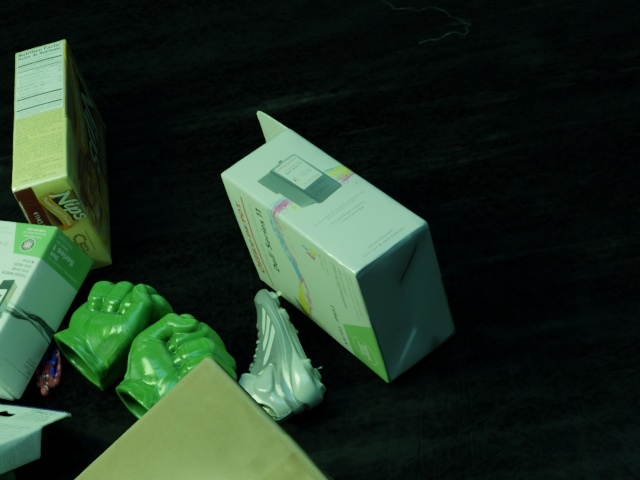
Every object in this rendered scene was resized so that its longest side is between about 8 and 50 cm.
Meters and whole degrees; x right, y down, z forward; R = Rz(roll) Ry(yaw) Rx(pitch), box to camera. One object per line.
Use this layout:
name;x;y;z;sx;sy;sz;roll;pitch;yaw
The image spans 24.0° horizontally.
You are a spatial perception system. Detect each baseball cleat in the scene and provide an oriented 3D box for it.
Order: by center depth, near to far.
baseball cleat;-0.068;0.144;1.889;0.109;0.072;0.206;-29;40;-1

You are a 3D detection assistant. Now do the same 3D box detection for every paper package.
paper package;-0.123;0.336;1.538;0.325;0.168;0.309;-43;43;-6

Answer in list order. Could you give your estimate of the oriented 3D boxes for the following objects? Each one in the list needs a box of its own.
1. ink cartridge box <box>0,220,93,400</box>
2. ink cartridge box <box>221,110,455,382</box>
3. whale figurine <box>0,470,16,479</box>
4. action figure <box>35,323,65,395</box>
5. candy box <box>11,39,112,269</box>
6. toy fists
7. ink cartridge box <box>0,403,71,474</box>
ink cartridge box;-0.430;0.090;2.013;0.160;0.092;0.219;5;59;36
ink cartridge box;0.000;0.000;1.908;0.119;0.207;0.353;-36;45;-18
whale figurine;-0.397;0.339;1.750;0.216;0.141;0.272;-11;31;-10
action figure;-0.362;0.161;2.007;0.038;0.030;0.115;-9;47;6
candy box;-0.374;-0.122;2.179;0.088;0.183;0.316;-15;44;3
toy fists;-0.221;0.137;1.926;0.142;0.096;0.279;-40;43;-21
ink cartridge box;-0.459;0.258;1.865;0.223;0.045;0.224;1;13;40
